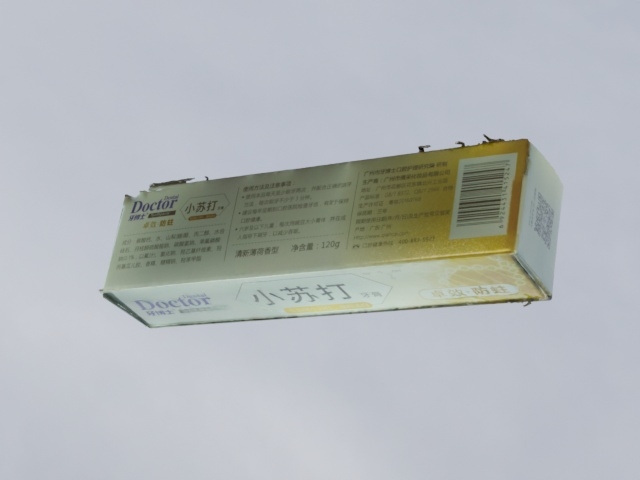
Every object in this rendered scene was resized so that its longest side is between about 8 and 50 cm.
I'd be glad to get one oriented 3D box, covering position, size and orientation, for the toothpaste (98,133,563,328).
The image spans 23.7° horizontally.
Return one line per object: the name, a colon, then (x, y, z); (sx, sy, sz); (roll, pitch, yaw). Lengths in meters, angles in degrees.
toothpaste: (0.000, 0.000, 1.004); (0.312, 0.071, 0.089); (-6, -118, 29)
